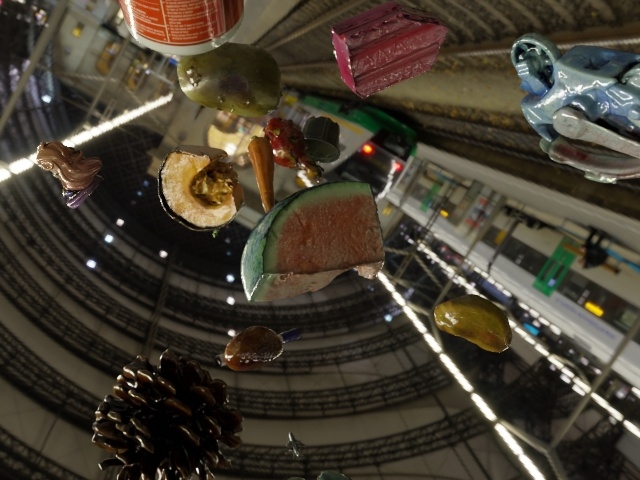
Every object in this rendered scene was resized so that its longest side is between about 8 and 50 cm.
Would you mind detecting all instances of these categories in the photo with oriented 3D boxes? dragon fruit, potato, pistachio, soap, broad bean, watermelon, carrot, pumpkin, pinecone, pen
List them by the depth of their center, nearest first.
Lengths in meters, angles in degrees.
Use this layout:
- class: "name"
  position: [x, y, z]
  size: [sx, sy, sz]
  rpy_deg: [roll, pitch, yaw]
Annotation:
- class: "watermelon"
  position: [0.000, 0.000, 1.162]
  size: [0.226, 0.148, 0.318]
  rpy_deg: [37, -133, 11]
- class: "pistachio"
  position: [0.342, 0.175, 1.466]
  size: [0.189, 0.110, 0.100]
  rpy_deg: [23, -162, -4]
- class: "soap"
  position: [0.162, -0.436, 1.475]
  size: [0.099, 0.250, 0.162]
  rpy_deg: [-123, 13, -48]
- class: "carrot"
  position: [-0.126, -0.152, 1.530]
  size: [0.061, 0.061, 0.256]
  rpy_deg: [24, -142, -41]
- class: "broad bean"
  position: [-0.159, 0.253, 1.544]
  size: [0.085, 0.114, 0.165]
  rpy_deg: [20, -179, 32]
- class: "pinecone"
  position: [-0.403, 0.506, 1.730]
  size: [0.398, 0.397, 0.398]
  rpy_deg: [30, -172, -5]
- class: "pen"
  position: [-0.162, 0.279, 1.731]
  size: [0.269, 0.033, 0.033]
  rpy_deg: [-13, -142, -42]
- class: "potato"
  position: [-0.257, -0.466, 1.899]
  size: [0.308, 0.210, 0.173]
  rpy_deg: [5, -161, -12]
- class: "dragon fruit"
  position: [-0.078, -0.261, 1.945]
  size: [0.246, 0.125, 0.125]
  rpy_deg: [42, -139, 14]
- class: "pumpkin"
  position: [-0.401, -0.181, 2.217]
  size: [0.225, 0.257, 0.303]
  rpy_deg: [-57, -52, -70]

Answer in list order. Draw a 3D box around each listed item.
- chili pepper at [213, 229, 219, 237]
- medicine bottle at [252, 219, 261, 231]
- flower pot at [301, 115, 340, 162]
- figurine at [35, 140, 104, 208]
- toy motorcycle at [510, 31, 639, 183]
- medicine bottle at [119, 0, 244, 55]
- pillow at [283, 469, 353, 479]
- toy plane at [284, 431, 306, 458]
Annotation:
- class: "chili pepper"
  position: [-0.380, -0.050, 2.396]
  size: [0.022, 0.083, 0.027]
  rpy_deg: [3, -155, -4]
- class: "medicine bottle"
  position: [-0.100, -0.013, 1.636]
  size: [0.124, 0.124, 0.239]
  rpy_deg: [31, -175, -2]
- class: "flower pot"
  position: [-0.002, -0.336, 2.166]
  size: [0.158, 0.106, 0.157]
  rpy_deg: [11, 158, 5]
- class: "figurine"
  position: [-0.544, -0.159, 1.446]
  size: [0.157, 0.114, 0.126]
  rpy_deg: [64, -151, -28]
- class: "toy motorcycle"
  position: [0.445, -0.203, 1.088]
  size: [0.182, 0.241, 0.319]
  rpy_deg: [-18, -144, -35]
- class: "medicine bottle"
  position: [-0.281, -0.533, 1.300]
  size: [0.253, 0.252, 0.240]
  rpy_deg: [33, 154, 14]
- class: "pillow"
  position: [0.034, 0.630, 1.567]
  size: [0.233, 0.086, 0.214]
  rpy_deg: [6, -150, -45]
- class: "toy plane"
  position: [-0.086, 0.664, 2.142]
  size: [0.079, 0.031, 0.083]
  rpy_deg: [-6, -123, -32]
